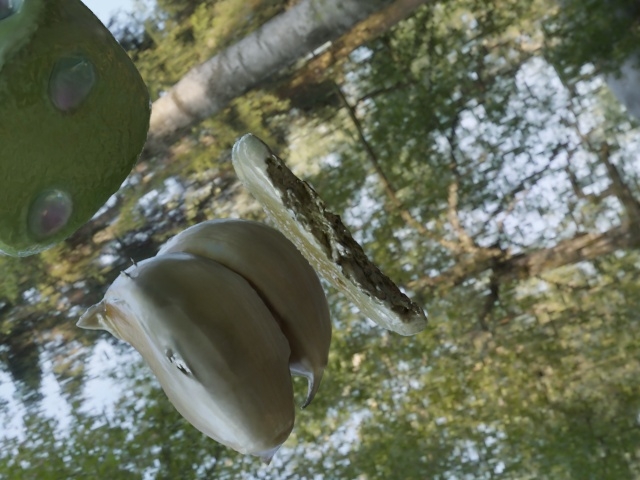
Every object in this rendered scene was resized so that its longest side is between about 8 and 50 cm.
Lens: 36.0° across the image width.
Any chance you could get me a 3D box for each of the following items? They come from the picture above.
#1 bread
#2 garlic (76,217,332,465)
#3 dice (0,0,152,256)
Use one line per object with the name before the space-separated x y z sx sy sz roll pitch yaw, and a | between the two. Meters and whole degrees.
bread | 0.000 0.000 0.959 0.039 0.182 0.251 -44 -81 -8
garlic | -0.126 0.107 1.239 0.313 0.249 0.286 29 -164 32
dice | -0.355 -0.151 1.074 0.250 0.252 0.254 -51 -32 -13
